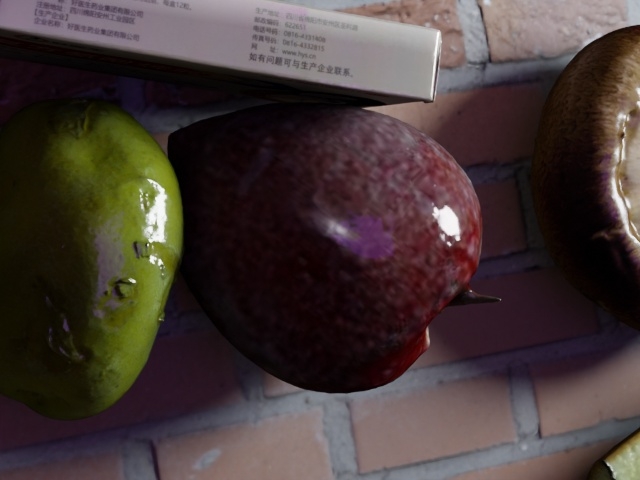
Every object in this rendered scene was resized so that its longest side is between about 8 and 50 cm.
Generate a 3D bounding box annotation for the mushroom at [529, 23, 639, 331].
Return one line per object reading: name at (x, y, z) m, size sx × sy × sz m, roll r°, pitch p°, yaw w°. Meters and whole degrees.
mushroom at (0.320, -0.053, 1.745) m, size 0.278 × 0.163 × 0.297 m, roll -32°, pitch 101°, yaw -10°

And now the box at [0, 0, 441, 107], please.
box at (-0.107, -0.159, 1.547) m, size 0.353 × 0.214 × 0.069 m, roll 6°, pitch 89°, yaw -21°

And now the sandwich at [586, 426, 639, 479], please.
sandwich at (0.357, 0.193, 1.754) m, size 0.235 × 0.128 × 0.122 m, roll -35°, pitch 68°, yaw -16°

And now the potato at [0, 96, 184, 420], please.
potato at (-0.197, 0.013, 1.527) m, size 0.148 × 0.186 × 0.253 m, roll 2°, pitch 82°, yaw -48°

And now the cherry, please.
cherry at (0.000, 0.000, 1.590) m, size 0.300 × 0.203 × 0.230 m, roll 31°, pitch 119°, yaw 0°
